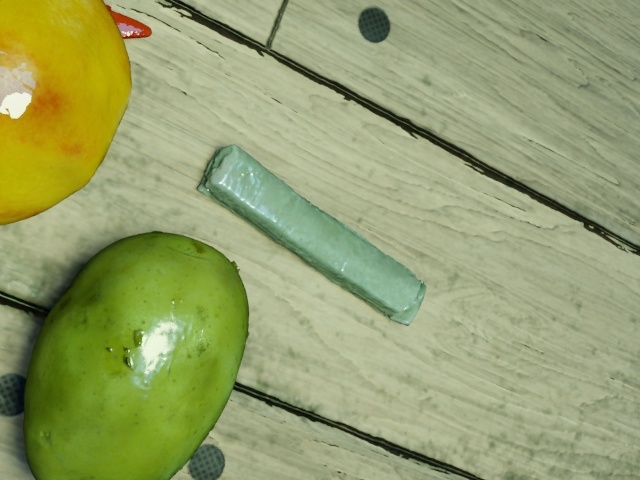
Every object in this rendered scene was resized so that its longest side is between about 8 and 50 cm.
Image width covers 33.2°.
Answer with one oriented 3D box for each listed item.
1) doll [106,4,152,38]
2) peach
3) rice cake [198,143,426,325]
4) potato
[{"bbox_3d":[-0.285,-0.241,1.205,0.169,0.057,0.109,35,77,-21],"label":"doll"},{"bbox_3d":[-0.354,-0.169,1.056,0.308,0.289,0.289,43,73,-23],"label":"peach"},{"bbox_3d":[0.000,0.000,1.332,0.336,0.063,0.066,36,75,-20],"label":"rice cake"},{"bbox_3d":[-0.199,0.137,1.162,0.216,0.216,0.304,23,91,-23],"label":"potato"}]
